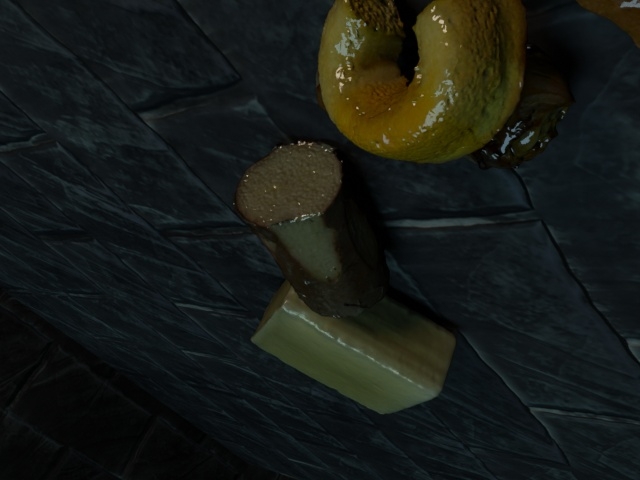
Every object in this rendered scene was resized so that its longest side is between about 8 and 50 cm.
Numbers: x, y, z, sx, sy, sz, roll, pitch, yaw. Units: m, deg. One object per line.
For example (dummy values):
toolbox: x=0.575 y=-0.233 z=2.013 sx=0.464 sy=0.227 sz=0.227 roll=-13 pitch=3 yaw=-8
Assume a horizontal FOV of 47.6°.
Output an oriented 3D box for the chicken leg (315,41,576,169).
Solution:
chicken leg: x=0.100 y=-0.127 z=0.642 sx=0.252 sy=0.087 sz=0.107 roll=17 pitch=120 yaw=36

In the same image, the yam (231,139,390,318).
yam: x=0.000 y=-0.002 z=0.899 sx=0.129 sy=0.128 sz=0.238 roll=10 pitch=149 yaw=30

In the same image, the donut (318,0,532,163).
donut: x=0.066 y=-0.128 z=0.566 sx=0.181 sy=0.078 sz=0.146 roll=24 pitch=115 yaw=40

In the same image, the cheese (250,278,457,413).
cheese: x=0.046 y=0.155 z=1.145 sx=0.266 sy=0.123 sz=0.242 roll=30 pitch=158 yaw=-5

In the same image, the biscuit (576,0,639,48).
biscuit: x=0.167 y=-0.222 z=0.441 sx=0.295 sy=0.044 sz=0.186 roll=28 pitch=151 yaw=-2
